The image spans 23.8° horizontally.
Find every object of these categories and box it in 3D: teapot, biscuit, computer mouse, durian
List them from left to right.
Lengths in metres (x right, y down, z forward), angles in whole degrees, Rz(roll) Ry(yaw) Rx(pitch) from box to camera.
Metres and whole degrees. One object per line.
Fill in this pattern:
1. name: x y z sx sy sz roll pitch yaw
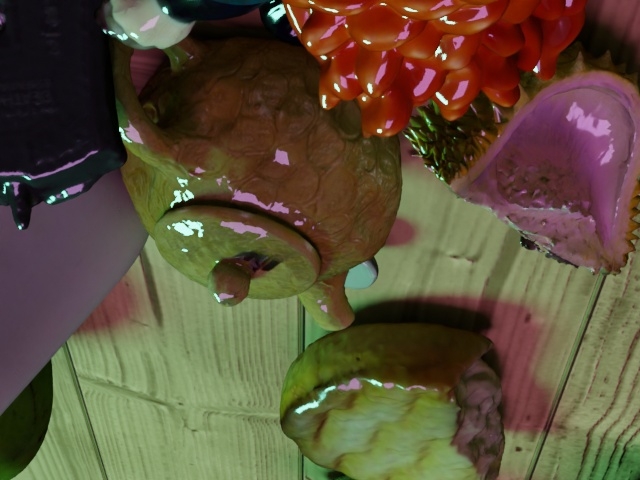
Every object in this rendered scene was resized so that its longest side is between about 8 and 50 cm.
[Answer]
1. computer mouse: -0.194 -0.139 0.951 0.147 0.264 0.088 0 -170 9
2. teapot: -0.055 -0.035 1.070 0.203 0.167 0.311 -7 144 32
3. computer mouse: 0.000 0.000 1.248 0.110 0.032 0.056 27 148 -4
4. biscuit: 0.069 0.154 1.429 0.213 0.091 0.274 5 152 8
5. durian: 0.139 -0.053 1.002 0.182 0.132 0.165 8 164 -15

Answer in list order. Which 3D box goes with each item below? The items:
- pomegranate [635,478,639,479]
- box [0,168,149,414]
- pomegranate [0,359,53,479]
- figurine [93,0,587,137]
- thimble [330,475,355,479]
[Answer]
1. pomegranate: 0.361 0.372 1.525 0.307 0.307 0.307 10 151 6
2. box: -0.291 0.013 1.095 0.141 0.349 0.289 33 166 37
3. pomegranate: -0.382 0.141 1.450 0.254 0.254 0.270 19 160 -11
4. figurine: -0.013 -0.209 0.734 0.411 0.241 0.306 15 132 34
5. thimble: 0.054 0.366 1.686 0.219 0.219 0.150 28 147 -25
